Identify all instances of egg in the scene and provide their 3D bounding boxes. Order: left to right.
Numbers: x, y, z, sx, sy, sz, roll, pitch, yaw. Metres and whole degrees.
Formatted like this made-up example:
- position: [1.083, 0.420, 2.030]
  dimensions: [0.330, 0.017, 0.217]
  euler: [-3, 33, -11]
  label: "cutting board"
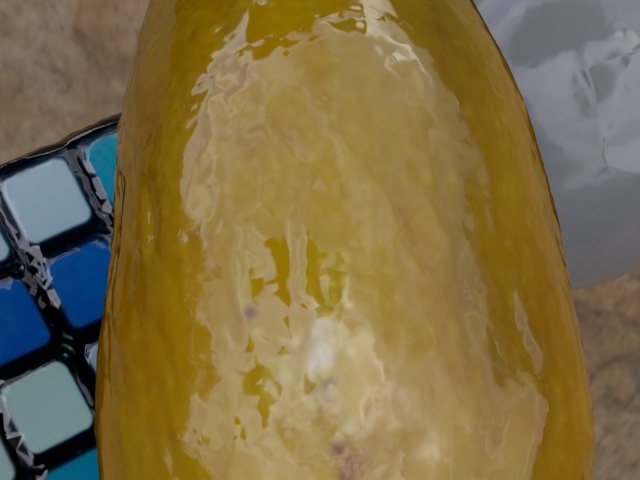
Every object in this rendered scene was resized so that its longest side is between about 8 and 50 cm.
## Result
- position: [0.123, -0.066, 0.890]
  dimensions: [0.176, 0.232, 0.176]
  euler: [15, 66, -38]
  label: "egg"

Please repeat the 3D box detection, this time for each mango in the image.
- position: [0.000, 0.000, 0.480]
  dimensions: [0.119, 0.176, 0.317]
  euler: [-9, 50, 1]
  label: "mango"

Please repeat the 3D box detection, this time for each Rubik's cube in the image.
- position: [-0.124, 0.080, 0.723]
  dimensions: [0.184, 0.182, 0.187]
  euler: [-25, 87, -23]
  label: "Rubik's cube"
